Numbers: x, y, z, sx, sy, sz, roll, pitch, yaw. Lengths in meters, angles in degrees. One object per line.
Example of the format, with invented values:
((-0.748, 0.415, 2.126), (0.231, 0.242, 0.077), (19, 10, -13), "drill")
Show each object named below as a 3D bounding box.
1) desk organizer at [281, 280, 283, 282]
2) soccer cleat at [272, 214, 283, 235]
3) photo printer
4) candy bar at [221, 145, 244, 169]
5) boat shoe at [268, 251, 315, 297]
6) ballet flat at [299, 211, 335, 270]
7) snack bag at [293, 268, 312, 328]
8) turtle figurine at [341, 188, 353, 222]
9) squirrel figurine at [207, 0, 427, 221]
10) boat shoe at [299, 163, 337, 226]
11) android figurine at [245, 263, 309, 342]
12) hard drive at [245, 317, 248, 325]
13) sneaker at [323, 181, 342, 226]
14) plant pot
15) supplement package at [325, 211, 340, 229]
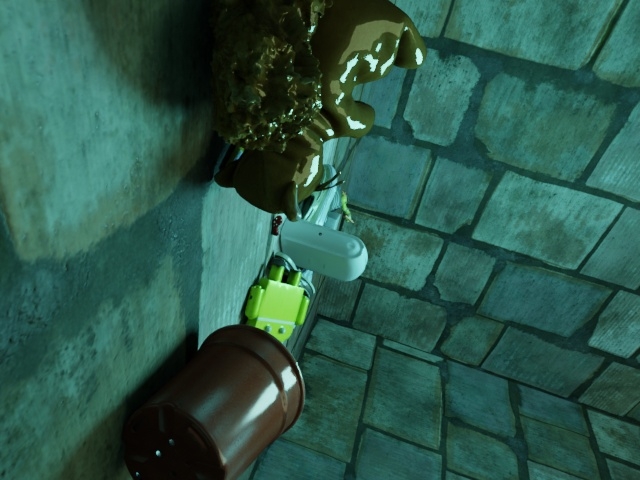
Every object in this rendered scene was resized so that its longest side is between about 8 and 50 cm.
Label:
((-0.166, 0.172, 1.447), (0.050, 0.047, 0.130), (67, 39, -71), "desk organizer")
((-0.131, -0.050, 1.249), (0.035, 0.029, 0.083), (-78, -177, -49), "soccer cleat")
((0.016, 0.043, 1.473), (0.256, 0.308, 0.107), (95, 15, -66), "photo printer")
((-0.149, -0.185, 0.783), (0.040, 0.018, 0.161), (82, 26, -66), "candy bar")
((-0.101, 0.135, 1.414), (0.227, 0.081, 0.068), (53, 57, -34), "boat shoe")
((0.000, 0.000, 2.003), (0.116, 0.124, 0.342), (58, 50, -81), "ballet flat")
((-0.113, 0.285, 1.872), (0.342, 0.037, 0.322), (-49, 154, -62), "snack bag")
((0.078, -0.211, 1.939), (0.087, 0.269, 0.217), (-37, -164, -5), "turtle figurine")
((-0.061, -0.224, 0.641), (0.370, 0.281, 0.397), (-64, 161, 10), "squirrel figurine")
((-0.017, -0.166, 1.550), (0.094, 0.109, 0.302), (31, 66, -44), "boat shoe")
((-0.139, 0.217, 1.294), (0.248, 0.056, 0.272), (24, 79, -47), "android figurine")
((-0.220, 0.408, 1.345), (0.352, 0.047, 0.233), (-70, 154, -19), "hard drive")
((0.033, -0.151, 1.678), (0.121, 0.111, 0.299), (46, 45, -32), "sneaker")
((-0.203, 0.335, 0.781), (0.265, 0.273, 0.272), (-27, 135, -69), "plant pot")
((-0.014, -0.010, 1.802), (0.134, 0.139, 0.243), (-56, 162, -72), "supplement package")
